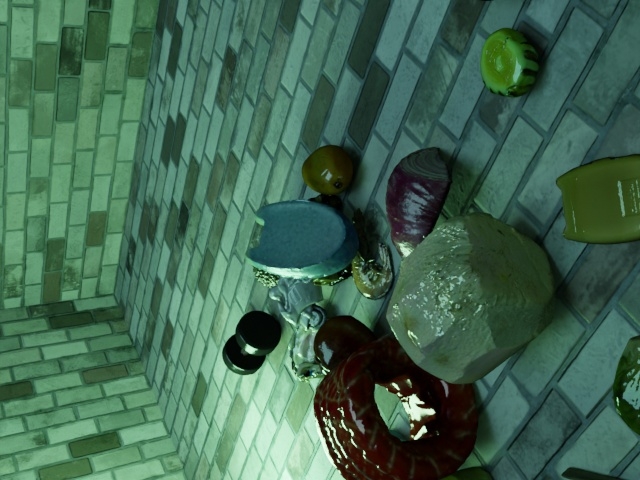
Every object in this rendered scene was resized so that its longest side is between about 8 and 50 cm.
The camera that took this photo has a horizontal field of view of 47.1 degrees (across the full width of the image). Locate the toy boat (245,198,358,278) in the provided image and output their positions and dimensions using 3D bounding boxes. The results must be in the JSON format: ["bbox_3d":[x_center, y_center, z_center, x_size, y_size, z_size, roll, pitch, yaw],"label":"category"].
[{"bbox_3d":[-0.044,0.006,1.987,0.330,0.123,0.215,0,66,28],"label":"toy boat"}]

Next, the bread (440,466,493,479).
[{"bbox_3d":[0.326,0.581,1.672,0.111,0.114,0.129,19,113,57],"label":"bread"}]

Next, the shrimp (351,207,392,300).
[{"bbox_3d":[0.133,0.035,1.960,0.144,0.052,0.251,-11,92,47],"label":"shrimp"}]

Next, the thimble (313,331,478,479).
[{"bbox_3d":[0.174,0.396,1.687,0.230,0.350,0.350,-48,56,53],"label":"thimble"}]

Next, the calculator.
[{"bbox_3d":[0.518,-0.071,1.312,0.236,0.033,0.157,-11,85,57],"label":"calculator"}]

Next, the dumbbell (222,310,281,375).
[{"bbox_3d":[-0.239,0.355,2.525,0.218,0.153,0.152,-56,49,47],"label":"dumbbell"}]

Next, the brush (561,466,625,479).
[{"bbox_3d":[0.539,0.460,1.381,0.190,0.034,0.027,-7,106,58],"label":"brush"}]

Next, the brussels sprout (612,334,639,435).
[{"bbox_3d":[0.556,0.248,1.214,0.145,0.131,0.183,-51,58,43],"label":"brussels sprout"}]

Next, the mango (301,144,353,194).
[{"bbox_3d":[0.015,-0.199,2.043,0.253,0.113,0.138,-153,72,-67],"label":"mango"}]

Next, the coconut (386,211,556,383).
[{"bbox_3d":[0.287,0.125,1.492,0.309,0.298,0.297,-54,51,45],"label":"coconut"}]

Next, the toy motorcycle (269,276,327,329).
[{"bbox_3d":[-0.075,0.143,2.171,0.171,0.110,0.260,-13,89,19],"label":"toy motorcycle"}]

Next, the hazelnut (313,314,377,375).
[{"bbox_3d":[0.072,0.307,1.981,0.178,0.178,0.204,41,147,48],"label":"hazelnut"}]

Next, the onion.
[{"bbox_3d":[0.192,-0.088,1.658,0.250,0.111,0.247,-98,28,-65],"label":"onion"}]

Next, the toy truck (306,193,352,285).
[{"bbox_3d":[0.004,-0.002,2.088,0.127,0.127,0.257,-31,66,58],"label":"toy truck"}]

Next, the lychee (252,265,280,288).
[{"bbox_3d":[-0.130,0.076,2.282,0.171,0.171,0.171,17,110,57],"label":"lychee"}]

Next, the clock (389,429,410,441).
[{"bbox_3d":[0.178,0.603,1.947,0.274,0.094,0.223,15,108,59],"label":"clock"}]

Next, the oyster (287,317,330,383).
[{"bbox_3d":[-0.016,0.339,2.220,0.259,0.092,0.198,-57,44,23],"label":"oyster"}]

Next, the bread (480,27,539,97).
[{"bbox_3d":[0.376,-0.349,1.454,0.139,0.071,0.130,44,129,49],"label":"bread"}]
